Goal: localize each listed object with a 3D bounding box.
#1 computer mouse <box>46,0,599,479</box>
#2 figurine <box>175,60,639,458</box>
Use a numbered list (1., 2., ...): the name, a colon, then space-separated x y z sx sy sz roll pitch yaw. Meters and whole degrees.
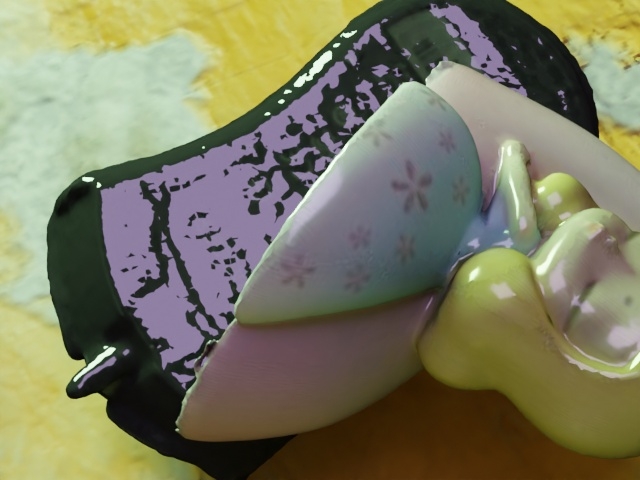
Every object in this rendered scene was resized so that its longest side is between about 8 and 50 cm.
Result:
1. computer mouse: 0.000 0.000 0.866 0.264 0.088 0.147 -29 81 -18
2. figurine: 0.099 0.107 0.698 0.315 0.206 0.284 32 32 12
